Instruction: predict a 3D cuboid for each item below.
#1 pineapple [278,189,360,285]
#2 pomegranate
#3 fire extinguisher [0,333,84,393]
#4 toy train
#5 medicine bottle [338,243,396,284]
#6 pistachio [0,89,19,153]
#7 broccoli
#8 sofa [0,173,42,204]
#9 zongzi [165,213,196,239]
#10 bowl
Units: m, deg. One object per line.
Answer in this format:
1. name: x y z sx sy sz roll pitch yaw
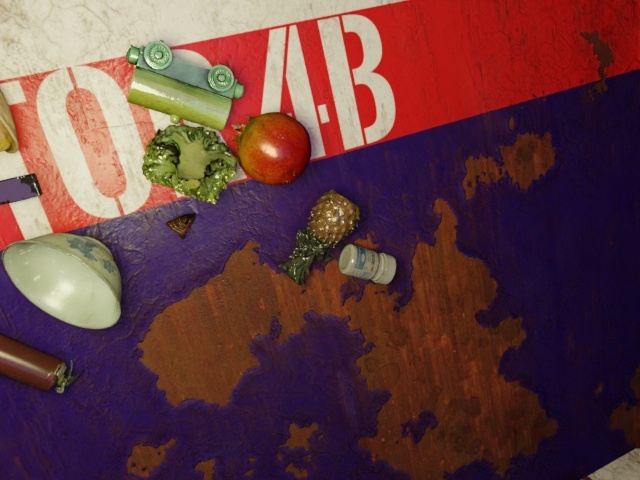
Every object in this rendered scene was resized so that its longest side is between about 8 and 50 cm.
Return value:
1. pineapple: 0.000 0.000 1.498 0.170 0.141 0.310 28 100 -48
2. pomegranate: -0.139 -0.262 1.351 0.235 0.210 0.210 35 88 15
3. fire extinguisher: -0.788 0.333 1.301 0.269 0.105 0.104 33 89 -23
4. toy train: -0.362 -0.406 1.277 0.308 0.126 0.189 13 105 -24
5. medicine bottle: 0.153 0.079 1.582 0.168 0.105 0.105 16 96 -23
6. pistachio: -0.819 -0.319 1.089 0.188 0.187 0.299 -31 112 -11
7. broccoli: -0.351 -0.173 1.281 0.243 0.273 0.180 11 131 -21
8. sofa: -0.784 -0.129 1.224 0.118 0.039 0.060 -17 106 -15
9. zongzi: -0.392 -0.053 1.368 0.083 0.073 0.067 -45 94 -7
10. bowl: -0.629 0.077 1.250 0.313 0.313 0.146 48 39 -23
